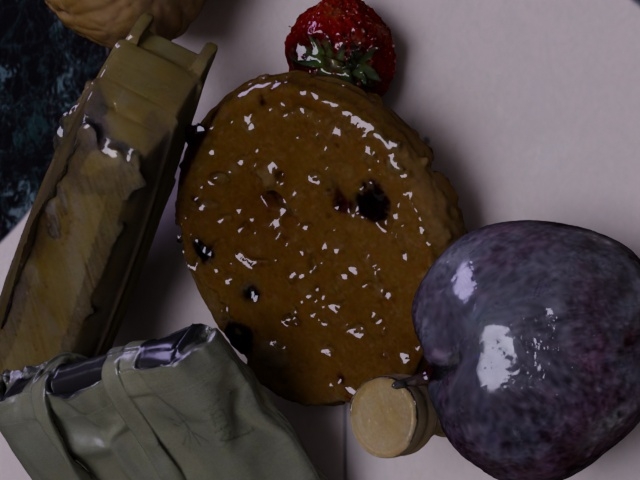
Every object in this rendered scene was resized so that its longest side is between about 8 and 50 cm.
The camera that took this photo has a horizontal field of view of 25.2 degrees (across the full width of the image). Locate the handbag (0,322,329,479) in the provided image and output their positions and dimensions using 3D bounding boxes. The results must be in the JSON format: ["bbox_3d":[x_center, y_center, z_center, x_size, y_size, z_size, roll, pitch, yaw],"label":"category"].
[{"bbox_3d":[-0.141,0.194,1.268,0.315,0.109,0.253,-14,119,37],"label":"handbag"}]

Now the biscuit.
[{"bbox_3d":[0.001,-0.001,1.205,0.295,0.075,0.296,13,114,31],"label":"biscuit"}]

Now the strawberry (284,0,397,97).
[{"bbox_3d":[0.020,-0.162,1.219,0.106,0.106,0.106,-2,87,38],"label":"strawberry"}]

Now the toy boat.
[{"bbox_3d":[-0.203,-0.002,1.332,0.135,0.162,0.446,27,124,2],"label":"toy boat"}]

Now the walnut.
[{"bbox_3d":[-0.175,-0.270,1.299,0.213,0.213,0.213,-2,87,38],"label":"walnut"}]

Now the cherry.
[{"bbox_3d":[0.160,0.078,1.039,0.195,0.195,0.195,-2,87,38],"label":"cherry"}]

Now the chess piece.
[{"bbox_3d":[0.085,0.134,1.129,0.066,0.122,0.066,-1,89,40],"label":"chess piece"}]
